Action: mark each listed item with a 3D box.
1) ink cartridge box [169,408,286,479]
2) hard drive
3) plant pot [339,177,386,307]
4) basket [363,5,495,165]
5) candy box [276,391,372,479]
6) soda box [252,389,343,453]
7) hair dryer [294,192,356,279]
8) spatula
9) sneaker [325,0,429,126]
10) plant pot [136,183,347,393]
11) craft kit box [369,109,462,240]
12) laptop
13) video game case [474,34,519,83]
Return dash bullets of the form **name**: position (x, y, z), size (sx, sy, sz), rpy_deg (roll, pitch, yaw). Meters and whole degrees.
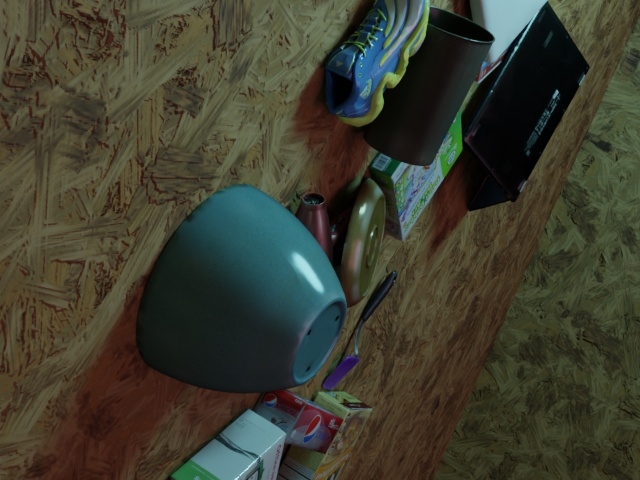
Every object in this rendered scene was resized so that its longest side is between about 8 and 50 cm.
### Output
- **ink cartridge box**: position (-0.163, 0.418, 1.546), size (0.219, 0.092, 0.160), rpy_deg (-35, 145, -49)
- **hard drive**: position (0.349, -0.497, 1.668), size (0.203, 0.040, 0.307), rpy_deg (-49, 151, -12)
- **plant pot**: position (0.080, 0.008, 1.606), size (0.236, 0.032, 0.236), rpy_deg (12, 90, -78)
- **basket**: position (0.166, -0.249, 1.462), size (0.204, 0.154, 0.227), rpy_deg (-54, 166, -66)
- **candy box**: position (-0.014, 0.485, 1.957), size (0.316, 0.087, 0.183), rpy_deg (-64, 158, 0)
- **soda box**: position (-0.041, 0.345, 1.736), size (0.083, 0.092, 0.263), rpy_deg (-61, 158, -7)
- **hair dryer**: position (0.000, 0.000, 1.507), size (0.293, 0.080, 0.224), rpy_deg (64, 40, -70)
- **spatula**: position (0.089, 0.194, 1.936), size (0.296, 0.030, 0.084), rpy_deg (-63, 156, 0)
- **sneaker**: position (0.078, -0.276, 1.309), size (0.126, 0.091, 0.240), rpy_deg (-13, 127, -61)
- **plant pot**: position (-0.080, 0.094, 1.233), size (0.290, 0.195, 0.290), rpy_deg (-47, 153, -33)
- **craft kit box**: position (0.190, -0.159, 1.739), size (0.250, 0.061, 0.247), rpy_deg (-55, 159, -18)
- **laptop**: position (0.433, -0.301, 2.128), size (0.408, 0.236, 0.382), rpy_deg (39, 77, -42)
- **video game case**: position (0.382, -0.485, 1.834), size (0.204, 0.025, 0.285), rpy_deg (-44, 151, -40)
